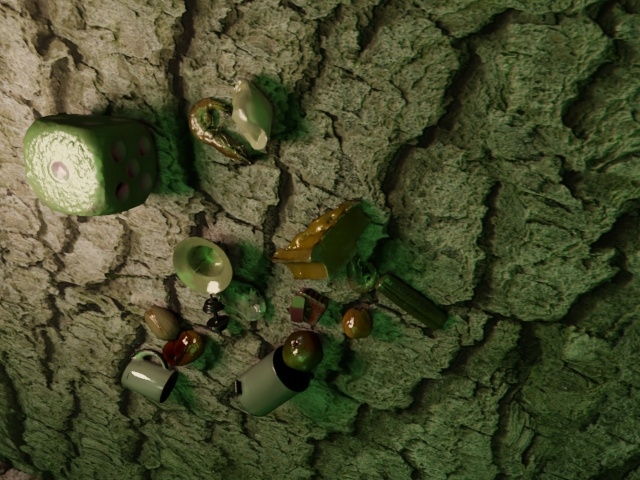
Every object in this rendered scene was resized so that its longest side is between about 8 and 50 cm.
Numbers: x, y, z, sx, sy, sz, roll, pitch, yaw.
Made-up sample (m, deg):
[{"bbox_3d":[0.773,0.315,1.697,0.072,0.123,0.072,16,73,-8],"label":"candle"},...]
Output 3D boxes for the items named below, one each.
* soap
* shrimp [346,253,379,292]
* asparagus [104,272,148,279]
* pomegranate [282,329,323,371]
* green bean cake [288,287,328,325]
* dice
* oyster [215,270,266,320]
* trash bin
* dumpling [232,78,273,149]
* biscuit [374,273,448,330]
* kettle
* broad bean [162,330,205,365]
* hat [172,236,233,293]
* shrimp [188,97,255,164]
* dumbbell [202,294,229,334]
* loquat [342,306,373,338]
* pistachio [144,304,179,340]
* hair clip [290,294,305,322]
[{"bbox_3d":[0.000,0.000,1.655,0.169,0.304,0.339,49,155,-19],"label":"soap"},{"bbox_3d":[0.161,0.112,1.667,0.126,0.047,0.223,-7,120,8],"label":"shrimp"},{"bbox_3d":[-0.878,0.163,1.947,0.233,0.022,0.023,1,71,15],"label":"asparagus"},{"bbox_3d":[-0.064,0.482,1.842,0.180,0.179,0.209,-9,142,17],"label":"pomegranate"},{"bbox_3d":[-0.049,0.274,1.788,0.136,0.056,0.135,31,119,-2],"label":"green bean cake"},{"bbox_3d":[-0.811,-0.280,1.548,0.323,0.330,0.317,10,112,9],"label":"dice"},{"bbox_3d":[-0.354,0.239,1.825,0.253,0.087,0.199,8,107,1],"label":"oyster"},{"bbox_3d":[-0.210,0.624,1.903,0.277,0.217,0.263,25,125,-39],"label":"trash bin"},{"bbox_3d":[-0.244,-0.428,1.471,0.167,0.126,0.215,-13,124,47],"label":"dumpling"},{"bbox_3d":[0.358,0.242,1.684,0.323,0.038,0.099,36,114,-10],"label":"biscuit"},{"bbox_3d":[-0.839,0.651,2.112,0.237,0.161,0.221,20,90,6],"label":"kettle"},{"bbox_3d":[-0.632,0.498,1.998,0.229,0.122,0.156,-30,75,18],"label":"broad bean"},{"bbox_3d":[-0.454,0.078,1.745,0.258,0.130,0.256,5,115,11],"label":"hat"},{"bbox_3d":[-0.340,-0.391,1.539,0.296,0.058,0.169,32,116,1],"label":"shrimp"},{"bbox_3d":[-0.459,0.326,1.885,0.099,0.099,0.208,-1,114,14],"label":"dumbbell"},{"bbox_3d":[0.153,0.334,1.744,0.138,0.113,0.137,-3,101,-15],"label":"loquat"},{"bbox_3d":[-0.720,0.376,1.956,0.185,0.124,0.124,45,116,-7],"label":"pistachio"},{"bbox_3d":[-0.094,0.286,1.760,0.054,0.022,0.137,9,116,5],"label":"hair clip"}]
